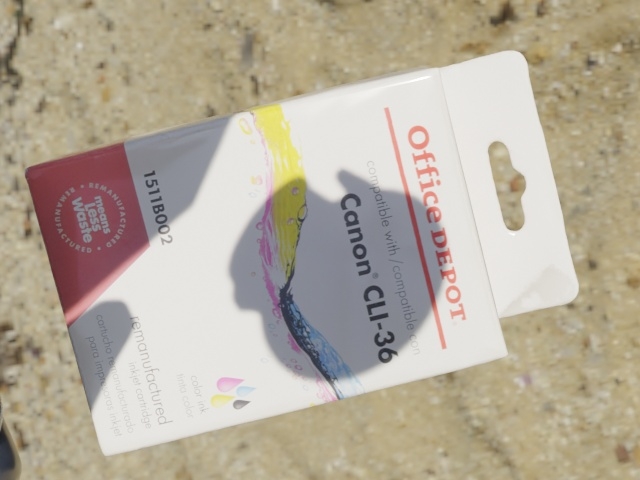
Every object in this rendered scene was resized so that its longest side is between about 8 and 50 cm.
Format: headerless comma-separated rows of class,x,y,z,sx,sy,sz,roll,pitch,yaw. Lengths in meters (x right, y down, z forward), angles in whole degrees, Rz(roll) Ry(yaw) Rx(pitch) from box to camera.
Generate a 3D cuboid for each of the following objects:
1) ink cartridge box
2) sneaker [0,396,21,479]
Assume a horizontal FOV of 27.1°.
ink cartridge box,0.000,0.000,0.518,0.067,0.198,0.115,-99,-6,-83
sneaker,-0.187,0.058,0.511,0.282,0.099,0.153,6,109,61
